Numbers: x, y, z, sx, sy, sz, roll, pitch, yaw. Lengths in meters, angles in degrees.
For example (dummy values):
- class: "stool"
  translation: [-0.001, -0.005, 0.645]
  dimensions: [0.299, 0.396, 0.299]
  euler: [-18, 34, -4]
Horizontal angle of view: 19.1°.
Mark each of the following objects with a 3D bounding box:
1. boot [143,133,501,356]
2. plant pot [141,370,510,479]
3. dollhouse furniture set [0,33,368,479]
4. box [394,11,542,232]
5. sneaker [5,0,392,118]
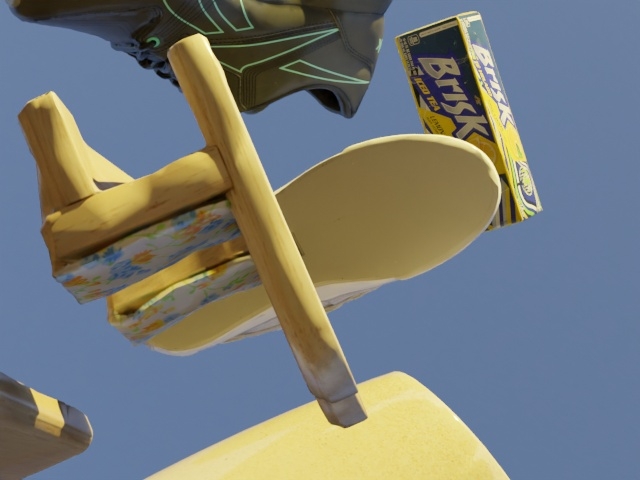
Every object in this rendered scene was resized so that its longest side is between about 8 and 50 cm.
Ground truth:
- class: "boot"
  translation: [0.000, 0.000, 1.256]
  dimensions: [0.258, 0.123, 0.095]
  euler: [-20, -92, 11]
- class: "plant pot"
  translation: [-0.017, 0.212, 1.108]
  dimensions: [0.274, 0.256, 0.256]
  euler: [-39, -113, -11]
- class: "dollhouse furniture set"
  translation: [-0.158, 0.109, 0.684]
  dimensions: [0.362, 0.394, 0.256]
  euler: [-23, -100, -1]
- class: "box"
  translation: [0.117, -0.091, 1.495]
  dimensions: [0.059, 0.054, 0.169]
  euler: [-17, -86, 26]
- class: "sneaker"
  translation: [-0.073, -0.133, 1.223]
  dimensions: [0.101, 0.267, 0.106]
  euler: [28, -66, 62]
